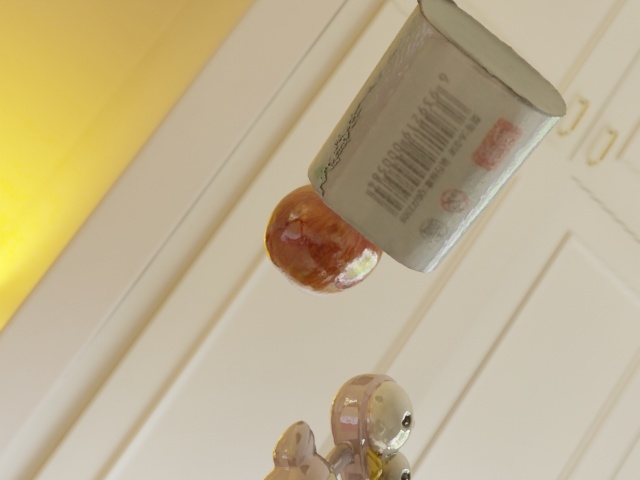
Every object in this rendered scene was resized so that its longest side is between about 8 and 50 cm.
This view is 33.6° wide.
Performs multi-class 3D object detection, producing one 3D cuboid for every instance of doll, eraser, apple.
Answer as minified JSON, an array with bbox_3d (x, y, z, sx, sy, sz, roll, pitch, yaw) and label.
[{"bbox_3d":[0.019,0.251,1.150,0.094,0.160,0.365,-6,8,31],"label":"doll"},{"bbox_3d":[0.106,-0.099,1.038,0.174,0.081,0.227,42,-52,8],"label":"eraser"},{"bbox_3d":[0.000,0.000,1.331,0.146,0.131,0.146,35,21,-16],"label":"apple"}]
